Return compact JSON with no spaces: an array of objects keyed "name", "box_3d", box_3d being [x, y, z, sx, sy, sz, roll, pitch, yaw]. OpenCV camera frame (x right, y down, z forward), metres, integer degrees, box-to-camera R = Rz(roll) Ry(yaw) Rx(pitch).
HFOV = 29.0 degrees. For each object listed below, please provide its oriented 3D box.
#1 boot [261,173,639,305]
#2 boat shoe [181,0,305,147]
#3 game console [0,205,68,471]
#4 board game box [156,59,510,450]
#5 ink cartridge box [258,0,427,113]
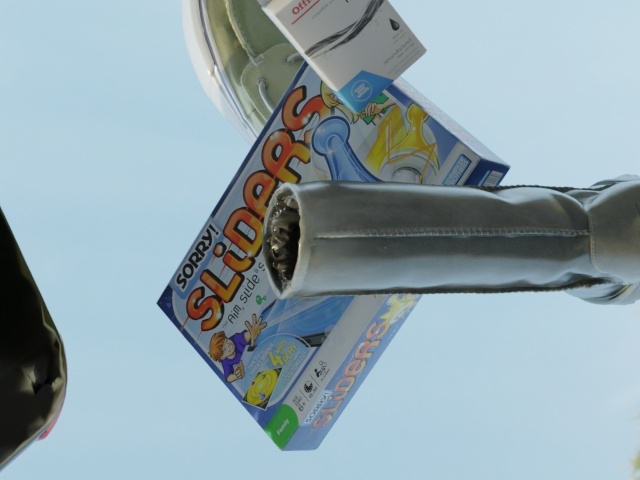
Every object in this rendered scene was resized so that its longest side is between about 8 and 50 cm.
[{"name":"boot","box_3d":[0.074,0.004,0.632,0.208,0.189,0.076,-9,-101,-9]},{"name":"boat shoe","box_3d":[-0.004,-0.098,0.924,0.109,0.094,0.302,-20,-104,-38]},{"name":"game console","box_3d":[-0.323,0.046,0.723,0.386,0.060,0.342,-44,-64,-54]},{"name":"board game box","box_3d":[0.000,0.000,0.707,0.035,0.201,0.136,10,-152,-51]},{"name":"ink cartridge box","box_3d":[0.006,-0.109,0.600,0.048,0.028,0.083,-42,-66,1]}]
